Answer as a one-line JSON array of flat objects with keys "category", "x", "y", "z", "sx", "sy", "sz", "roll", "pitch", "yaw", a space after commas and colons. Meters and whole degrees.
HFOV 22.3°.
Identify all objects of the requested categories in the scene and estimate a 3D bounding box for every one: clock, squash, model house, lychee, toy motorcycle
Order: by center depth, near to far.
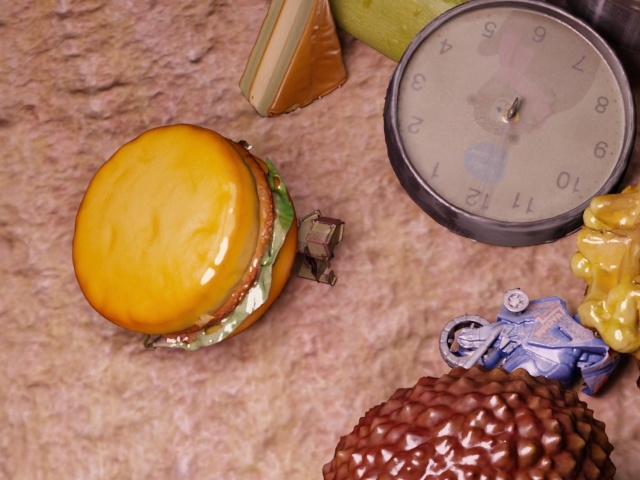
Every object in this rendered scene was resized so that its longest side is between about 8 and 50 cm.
[{"category": "lychee", "x": 0.135, "y": 0.228, "z": 1.424, "sx": 0.267, "sy": 0.267, "sz": 0.267, "roll": -5, "pitch": 52, "yaw": 6}, {"category": "toy motorcycle", "x": 0.223, "y": 0.111, "z": 1.631, "sx": 0.205, "sy": 0.076, "sz": 0.114, "roll": -12, "pitch": 59, "yaw": 2}, {"category": "model house", "x": 0.000, "y": 0.000, "z": 1.742, "sx": 0.057, "sy": 0.083, "sz": 0.058, "roll": 13, "pitch": 56, "yaw": 21}, {"category": "clock", "x": 0.206, "y": -0.132, "z": 1.758, "sx": 0.281, "sy": 0.055, "sz": 0.280, "roll": 1, "pitch": 75, "yaw": -2}, {"category": "squash", "x": 0.116, "y": -0.265, "z": 1.900, "sx": 0.247, "sy": 0.132, "sz": 0.132, "roll": 35, "pitch": 66, "yaw": 26}]

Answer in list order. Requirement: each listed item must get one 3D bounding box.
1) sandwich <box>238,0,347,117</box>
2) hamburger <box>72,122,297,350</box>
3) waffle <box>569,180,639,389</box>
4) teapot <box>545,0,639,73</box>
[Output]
[{"category": "sandwich", "x": -0.044, "y": -0.232, "z": 1.877, "sx": 0.113, "sy": 0.163, "sz": 0.079, "roll": -30, "pitch": 54, "yaw": -12}, {"category": "hamburger", "x": -0.129, "y": 0.005, "z": 1.698, "sx": 0.246, "sy": 0.170, "sz": 0.246, "roll": -11, "pitch": 69, "yaw": 29}, {"category": "waffle", "x": 0.449, "y": 0.039, "z": 1.601, "sx": 0.382, "sy": 0.095, "sz": 0.379, "roll": -25, "pitch": 54, "yaw": -24}, {"category": "teapot", "x": 0.414, "y": -0.341, "z": 1.761, "sx": 0.376, "sy": 0.361, "sz": 0.305, "roll": 41, "pitch": 64, "yaw": 20}]
